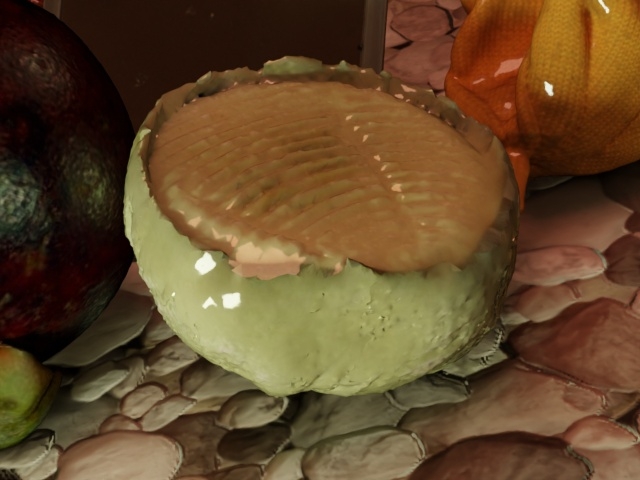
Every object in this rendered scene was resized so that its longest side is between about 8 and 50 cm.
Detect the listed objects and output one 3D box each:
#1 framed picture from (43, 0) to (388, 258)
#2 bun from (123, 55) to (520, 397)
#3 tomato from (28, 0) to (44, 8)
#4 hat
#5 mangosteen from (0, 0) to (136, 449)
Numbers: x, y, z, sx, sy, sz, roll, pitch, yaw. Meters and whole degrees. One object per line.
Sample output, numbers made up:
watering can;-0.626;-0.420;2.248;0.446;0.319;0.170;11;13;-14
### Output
framed picture;-0.088;-0.097;1.243;0.296;0.232;0.019;2;-7;24
bun;0.000;0.000;1.049;0.259;0.152;0.259;4;36;-3
tomato;-0.334;-0.149;1.493;0.227;0.101;0.228;-4;28;2
hat;0.176;-0.112;1.146;0.233;0.233;0.244;-63;11;-26
mangosteen;-0.259;-0.023;1.070;0.300;0.300;0.300;-11;32;7
